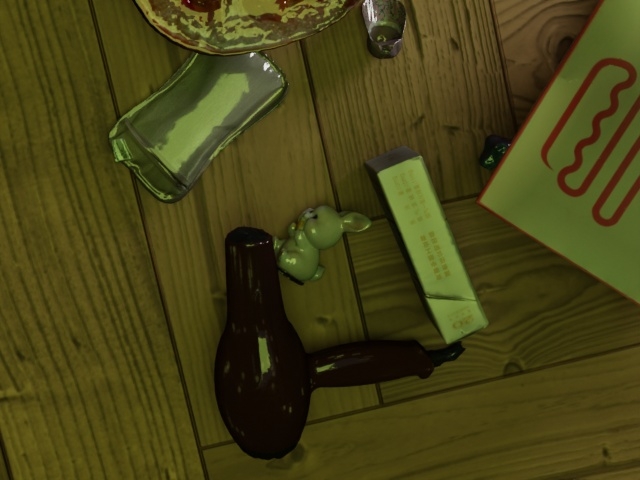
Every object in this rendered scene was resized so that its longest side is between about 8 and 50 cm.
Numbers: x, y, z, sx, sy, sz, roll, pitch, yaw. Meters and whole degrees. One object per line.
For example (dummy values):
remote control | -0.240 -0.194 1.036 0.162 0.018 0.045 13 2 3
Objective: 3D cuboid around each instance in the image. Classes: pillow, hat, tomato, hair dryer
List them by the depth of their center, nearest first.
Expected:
tomato | -0.102 -0.390 1.658 0.338 0.143 0.338 -1 103 -3
pillow | -0.157 -0.161 1.741 0.233 0.038 0.130 -45 96 2
hat | 0.080 -0.269 1.749 0.058 0.042 0.087 -5 65 -11
hair dryer | 0.031 0.119 1.757 0.340 0.123 0.312 -7 116 -16

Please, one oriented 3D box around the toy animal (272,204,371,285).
toy animal | -0.005 -0.004 1.761 0.085 0.071 0.124 37 94 -8

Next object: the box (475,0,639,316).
box | 0.397 -0.108 1.559 0.300 0.314 0.312 33 110 9

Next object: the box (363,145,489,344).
box | 0.133 0.002 1.734 0.067 0.149 0.233 -23 99 2

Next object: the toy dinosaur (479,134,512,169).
toy dinosaur | 0.445 -0.084 1.782 0.383 0.129 0.331 -33 91 0
